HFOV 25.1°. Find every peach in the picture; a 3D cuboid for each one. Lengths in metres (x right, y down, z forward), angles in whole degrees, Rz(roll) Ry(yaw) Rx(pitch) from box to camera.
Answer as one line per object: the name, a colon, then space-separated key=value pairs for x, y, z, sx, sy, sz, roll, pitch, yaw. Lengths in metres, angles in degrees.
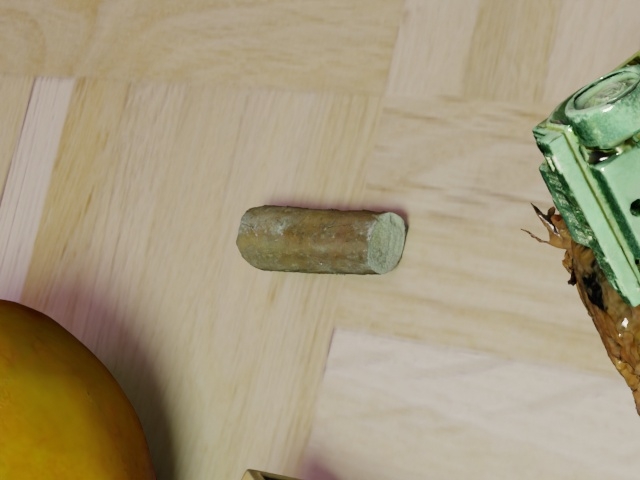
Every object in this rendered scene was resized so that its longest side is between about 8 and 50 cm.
peach: x=-0.259 y=0.216 z=1.105 sx=0.307 sy=0.308 sz=0.332 roll=-24 pitch=92 yaw=28

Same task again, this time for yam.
yam: x=0.000 y=0.000 z=1.125 sx=0.132 sy=0.054 sz=0.054 roll=2 pitch=79 yaw=35

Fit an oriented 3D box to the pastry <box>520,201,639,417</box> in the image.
pastry: x=0.255 y=-0.010 z=0.856 sx=0.275 sy=0.193 sz=0.275 roll=-12 pitch=68 yaw=33

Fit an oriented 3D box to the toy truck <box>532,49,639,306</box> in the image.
toy truck: x=0.226 y=-0.077 z=0.754 sx=0.259 sy=0.128 sz=0.135 roll=-36 pitch=19 yaw=-14

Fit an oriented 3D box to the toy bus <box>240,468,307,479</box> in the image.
toy bus: x=-0.064 y=0.346 z=0.997 sx=0.365 sy=0.177 sz=0.202 roll=-53 pitch=48 yaw=13
